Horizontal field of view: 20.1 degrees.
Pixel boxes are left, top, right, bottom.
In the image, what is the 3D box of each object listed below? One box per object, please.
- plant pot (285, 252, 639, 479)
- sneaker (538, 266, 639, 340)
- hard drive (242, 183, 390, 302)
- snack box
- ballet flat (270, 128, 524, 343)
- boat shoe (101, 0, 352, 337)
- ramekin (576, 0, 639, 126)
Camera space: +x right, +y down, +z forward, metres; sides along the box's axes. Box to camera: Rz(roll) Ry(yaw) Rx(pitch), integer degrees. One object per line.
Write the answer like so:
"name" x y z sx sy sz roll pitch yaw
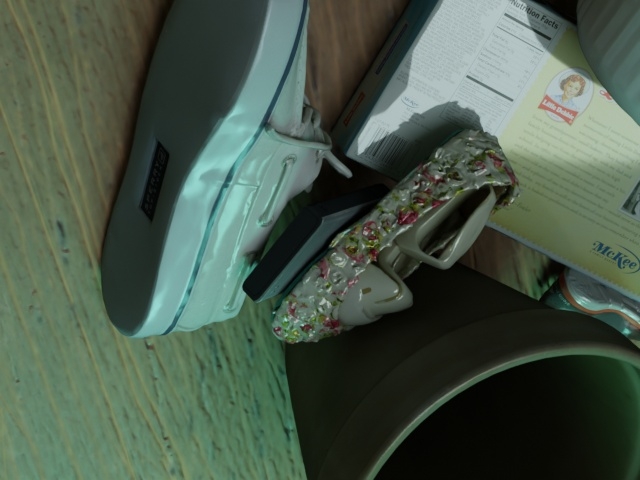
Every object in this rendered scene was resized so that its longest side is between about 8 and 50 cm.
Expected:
"plant pot" 0.106 0.155 1.539 0.323 0.280 0.323 -12 123 -20
"sneaker" 0.268 0.067 1.718 0.158 0.061 0.065 24 133 -34
"hard drive" 0.000 0.000 1.459 0.094 0.022 0.135 -51 166 25
"snack box" 0.194 -0.093 1.532 0.322 0.060 0.187 26 106 -22
"ballet flat" 0.064 0.007 1.445 0.241 0.077 0.091 -45 149 -1
"boat shoe" -0.049 -0.074 1.417 0.156 0.136 0.367 -3 127 -33
"ramekin" 0.326 -0.158 1.448 0.273 0.273 0.127 17 127 -33
